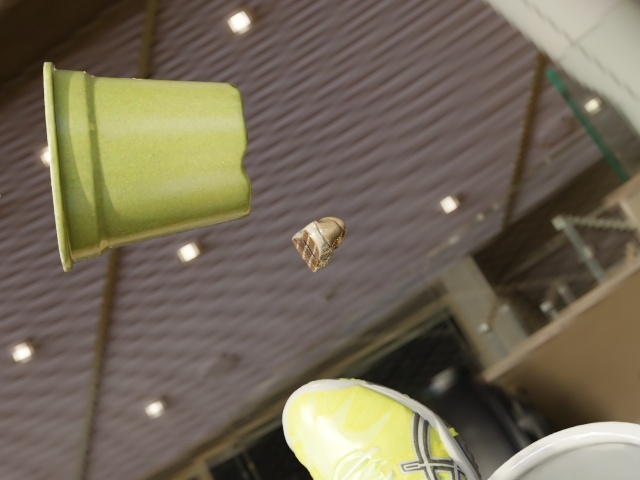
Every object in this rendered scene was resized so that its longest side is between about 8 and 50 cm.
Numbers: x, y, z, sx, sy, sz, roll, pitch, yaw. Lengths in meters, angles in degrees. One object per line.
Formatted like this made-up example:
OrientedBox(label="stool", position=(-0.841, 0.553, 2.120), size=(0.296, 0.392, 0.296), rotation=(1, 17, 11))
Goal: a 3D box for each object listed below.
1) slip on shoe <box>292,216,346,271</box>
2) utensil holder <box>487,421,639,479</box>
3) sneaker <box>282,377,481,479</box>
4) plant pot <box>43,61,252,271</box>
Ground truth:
OrientedBox(label="slip on shoe", position=(0.000, 0.000, 1.837), size=(0.041, 0.051, 0.135), rotation=(-32, -8, -12))
OrientedBox(label="utensil holder", position=(0.394, 0.476, 2.049), size=(0.327, 0.328, 0.385), rotation=(-32, -59, 3))
OrientedBox(label="sneaker", position=(0.099, 0.280, 1.597), size=(0.145, 0.384, 0.147), rotation=(-52, -21, 17))
OrientedBox(label="plant pot", position=(-0.224, -0.107, 2.141), size=(0.253, 0.276, 0.276), rotation=(-5, -31, -7))
